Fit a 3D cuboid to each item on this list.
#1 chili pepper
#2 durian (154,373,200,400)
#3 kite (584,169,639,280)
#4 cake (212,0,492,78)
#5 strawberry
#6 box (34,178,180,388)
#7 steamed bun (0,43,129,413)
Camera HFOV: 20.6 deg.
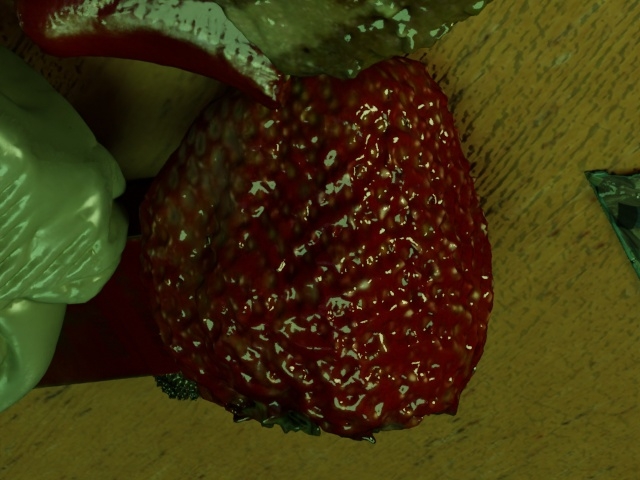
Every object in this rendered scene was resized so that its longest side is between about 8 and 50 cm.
[{"bbox_3d":[-0.173,-0.205,1.369,0.338,0.135,0.131,13,144,5],"label":"chili pepper"},{"bbox_3d":[-0.145,0.133,1.863,0.110,0.071,0.140,14,148,-4],"label":"durian"},{"bbox_3d":[0.404,0.004,1.597,0.368,0.014,0.406,20,143,-12],"label":"kite"},{"bbox_3d":[-0.013,-0.277,1.185,0.196,0.199,0.293,-17,134,36],"label":"cake"},{"bbox_3d":[0.000,0.000,1.506,0.312,0.267,0.351,0,123,-4],"label":"strawberry"},{"bbox_3d":[-0.232,0.047,1.745,0.313,0.089,0.197,-8,136,22],"label":"box"},{"bbox_3d":[-0.364,-0.040,1.528,0.342,0.255,0.367,-38,129,12],"label":"steamed bun"}]
